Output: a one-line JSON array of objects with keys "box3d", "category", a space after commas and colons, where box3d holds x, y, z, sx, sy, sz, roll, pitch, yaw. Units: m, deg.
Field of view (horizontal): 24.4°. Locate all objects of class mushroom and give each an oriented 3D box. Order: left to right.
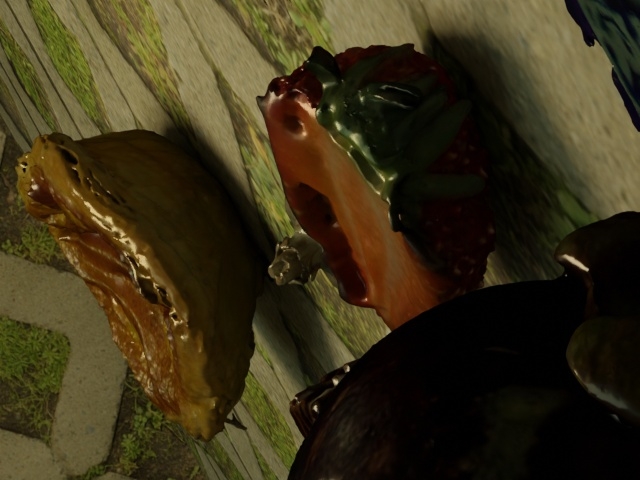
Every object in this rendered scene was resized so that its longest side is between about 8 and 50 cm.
[{"box3d": [0.000, 0.000, 0.949, 0.085, 0.079, 0.085, 55, 169, 16], "category": "mushroom"}]

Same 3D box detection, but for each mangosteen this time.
[{"box3d": [0.107, 0.093, 0.536, 0.228, 0.228, 0.265, 47, 124, 43], "category": "mangosteen"}]

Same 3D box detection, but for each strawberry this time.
[{"box3d": [0.041, -0.028, 0.731, 0.140, 0.085, 0.192, 20, 145, 58], "category": "strawberry"}]

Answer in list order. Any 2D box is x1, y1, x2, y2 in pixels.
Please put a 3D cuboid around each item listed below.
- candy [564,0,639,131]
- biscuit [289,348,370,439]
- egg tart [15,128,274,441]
[{"box3d": [0.134, -0.053, 0.388, 0.145, 0.070, 0.275, 57, 167, -29], "category": "candy"}, {"box3d": [0.122, 0.242, 0.965, 0.388, 0.107, 0.073, 61, 164, -4], "category": "biscuit"}, {"box3d": [-0.148, 0.026, 1.386, 0.339, 0.153, 0.351, 57, 166, 6], "category": "egg tart"}]
